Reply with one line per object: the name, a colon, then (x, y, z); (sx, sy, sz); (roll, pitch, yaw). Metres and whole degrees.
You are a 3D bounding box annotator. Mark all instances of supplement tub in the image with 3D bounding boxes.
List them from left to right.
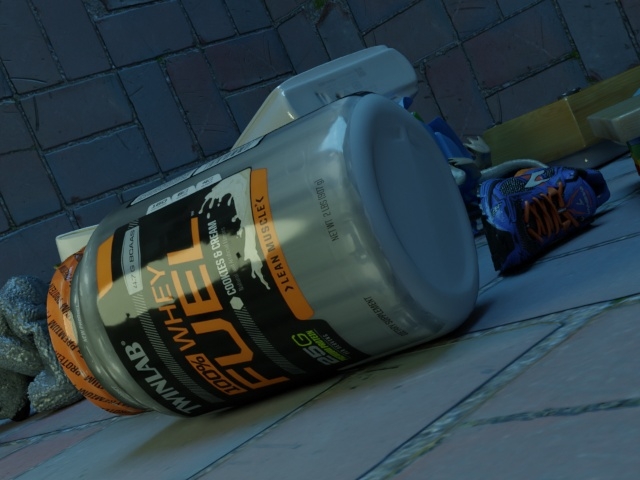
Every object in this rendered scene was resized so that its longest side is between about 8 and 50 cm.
supplement tub: (-0.052, 0.026, 0.819); (0.316, 0.193, 0.193); (-23, 3, 28)

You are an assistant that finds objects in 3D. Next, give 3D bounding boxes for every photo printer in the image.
photo printer: (-0.020, -0.144, 1.544); (0.256, 0.107, 0.307); (-29, -12, -38)

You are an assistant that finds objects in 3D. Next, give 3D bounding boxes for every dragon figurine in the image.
dragon figurine: (0.171, -0.054, 1.331); (0.289, 0.144, 0.085); (3, 32, 22)

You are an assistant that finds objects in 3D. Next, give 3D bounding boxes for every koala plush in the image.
koala plush: (-0.456, 0.183, 1.515); (0.221, 0.203, 0.196); (-35, 0, 11)

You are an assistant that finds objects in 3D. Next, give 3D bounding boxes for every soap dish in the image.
soap dish: (0.415, -0.182, 1.627); (0.291, 0.118, 0.229); (-24, 2, -34)

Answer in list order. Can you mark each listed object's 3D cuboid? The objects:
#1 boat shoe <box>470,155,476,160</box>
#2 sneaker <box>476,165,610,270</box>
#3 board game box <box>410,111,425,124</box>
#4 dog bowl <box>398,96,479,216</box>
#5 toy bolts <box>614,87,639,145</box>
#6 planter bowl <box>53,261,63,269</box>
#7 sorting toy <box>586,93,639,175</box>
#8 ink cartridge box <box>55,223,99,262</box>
boat shoe: (0.228, -0.127, 2.018); (0.356, 0.130, 0.132); (-24, 3, 8)
sneaker: (0.211, -0.034, 0.967); (0.087, 0.083, 0.221); (-13, 12, 32)
board game box: (0.062, -0.086, 1.931); (0.242, 0.064, 0.316); (-21, 31, 40)
dog bowl: (0.162, -0.107, 1.513); (0.074, 0.165, 0.297); (-31, -17, 18)
toy bolts: (0.451, -0.218, 1.388); (0.159, 0.218, 0.228); (-28, -15, 4)
planter bowl: (-0.161, 0.064, 1.058); (0.217, 0.090, 0.217); (-1, 3, 0)
sorting toy: (0.410, -0.132, 1.010); (0.257, 0.089, 0.255); (-23, 3, 11)
ink cartridge box: (-0.278, 0.071, 1.556); (0.122, 0.211, 0.289); (-15, 2, 3)
